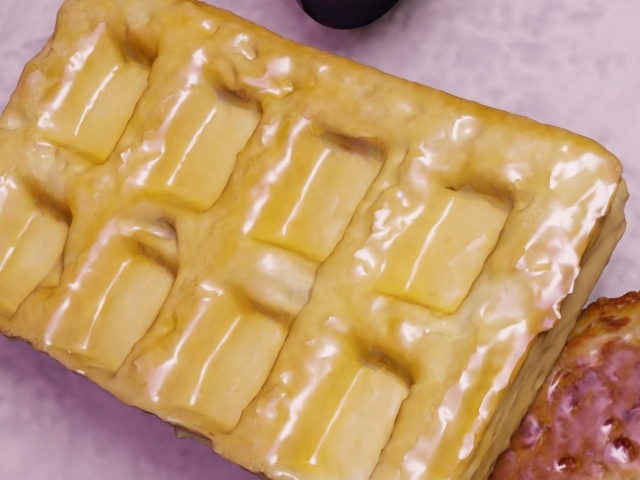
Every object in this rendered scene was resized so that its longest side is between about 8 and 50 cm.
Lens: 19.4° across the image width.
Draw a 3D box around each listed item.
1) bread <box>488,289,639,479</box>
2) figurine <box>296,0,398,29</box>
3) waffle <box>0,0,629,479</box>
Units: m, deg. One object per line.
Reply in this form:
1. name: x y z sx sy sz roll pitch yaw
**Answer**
1. bread: 0.142 0.110 0.711 0.193 0.064 0.193 -3 81 19
2. figurine: 0.013 -0.200 0.771 0.145 0.145 0.222 -10 75 13
3. waffle: -0.023 0.003 0.750 0.274 0.057 0.168 24 82 31
